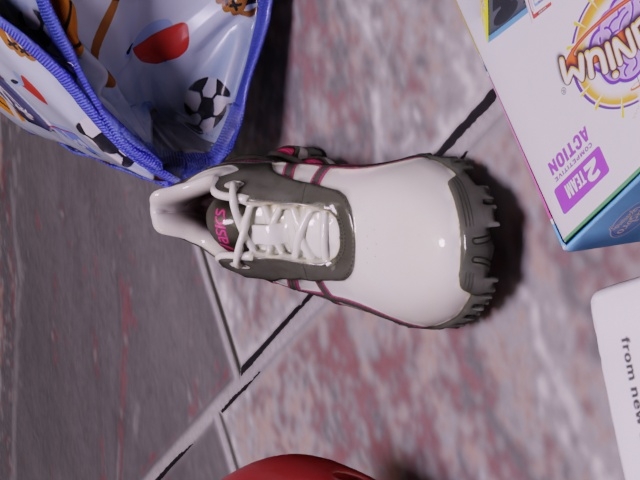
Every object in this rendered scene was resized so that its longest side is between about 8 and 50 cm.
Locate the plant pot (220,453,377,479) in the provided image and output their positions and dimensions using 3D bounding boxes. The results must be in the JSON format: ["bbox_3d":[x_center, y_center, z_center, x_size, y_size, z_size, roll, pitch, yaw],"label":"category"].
[{"bbox_3d":[0.019,0.232,0.843,0.174,0.191,0.191,11,105,51],"label":"plant pot"}]

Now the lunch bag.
[{"bbox_3d":[-0.188,-0.240,1.065,0.328,0.239,0.385,22,125,59],"label":"lunch bag"}]

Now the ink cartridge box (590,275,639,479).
[{"bbox_3d":[0.247,0.030,0.375,0.289,0.211,0.121,-26,71,58],"label":"ink cartridge box"}]

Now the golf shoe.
[{"bbox_3d":[0.000,0.000,0.893,0.273,0.120,0.105,10,103,58],"label":"golf shoe"}]

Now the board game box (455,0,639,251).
[{"bbox_3d":[0.134,-0.190,0.672,0.242,0.064,0.316,-51,53,52],"label":"board game box"}]
